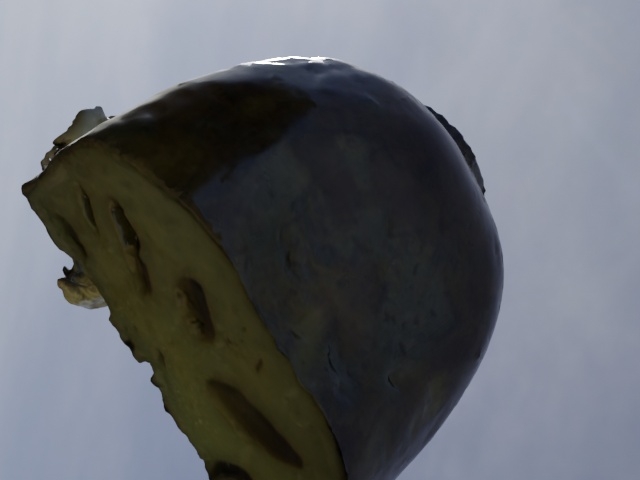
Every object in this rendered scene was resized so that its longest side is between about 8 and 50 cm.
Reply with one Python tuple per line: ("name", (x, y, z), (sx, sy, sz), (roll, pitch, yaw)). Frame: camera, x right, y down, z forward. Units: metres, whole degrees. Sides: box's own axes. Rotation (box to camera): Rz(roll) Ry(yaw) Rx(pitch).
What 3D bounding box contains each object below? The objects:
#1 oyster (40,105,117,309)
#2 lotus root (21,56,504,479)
("oyster", (-0.134, -0.020, 1.030), (0.163, 0.191, 0.081), (28, -46, 17))
("lotus root", (0.015, 0.005, 0.869), (0.149, 0.260, 0.267), (-34, -91, 49))
